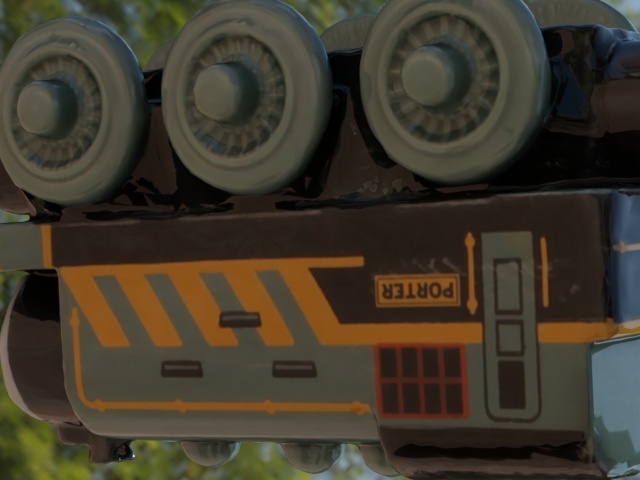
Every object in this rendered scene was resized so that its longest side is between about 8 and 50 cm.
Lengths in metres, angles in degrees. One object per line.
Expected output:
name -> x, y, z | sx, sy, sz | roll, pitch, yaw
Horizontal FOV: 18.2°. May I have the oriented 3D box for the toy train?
toy train -> 0.000, 0.000, 0.799 | 0.334, 0.190, 0.142 | -3, -1, 31
